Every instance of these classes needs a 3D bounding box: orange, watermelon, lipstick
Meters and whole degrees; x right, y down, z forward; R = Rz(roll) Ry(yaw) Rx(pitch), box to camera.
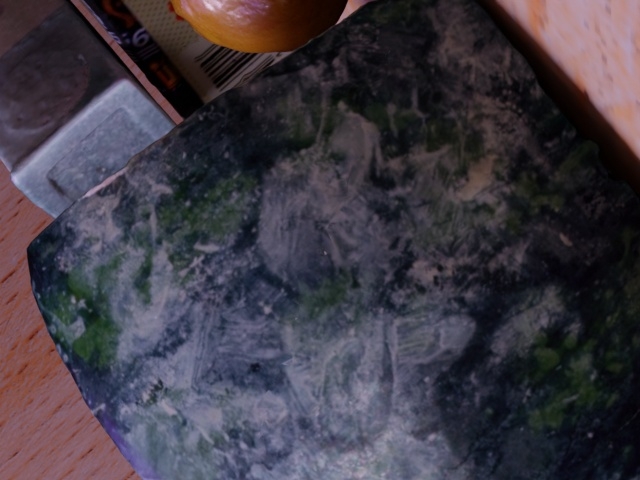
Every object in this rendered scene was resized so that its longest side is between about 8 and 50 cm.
[{"bbox_3d":[-0.028,-0.100,0.493,0.086,0.062,0.086,46,178,2],"label":"orange"},{"bbox_3d":[0.071,0.032,0.467,0.318,0.148,0.226,34,-157,-28],"label":"watermelon"},{"bbox_3d":[-0.169,-0.122,0.680,0.317,0.066,0.068,48,180,39],"label":"lipstick"}]

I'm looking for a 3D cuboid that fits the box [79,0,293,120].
[{"bbox_3d":[-0.104,-0.164,0.615,0.198,0.084,0.310,48,179,27],"label":"box"}]
